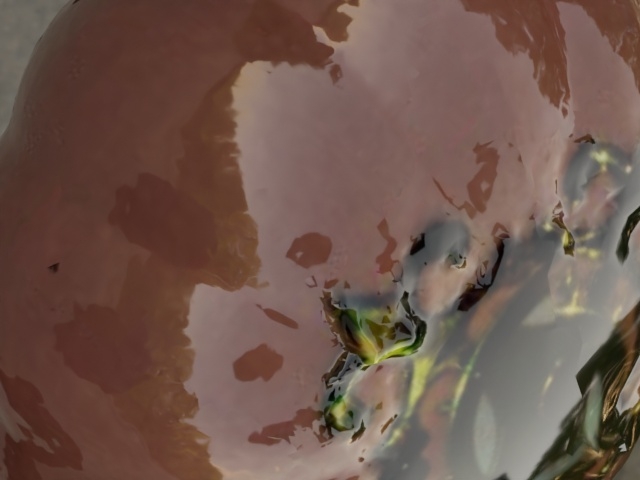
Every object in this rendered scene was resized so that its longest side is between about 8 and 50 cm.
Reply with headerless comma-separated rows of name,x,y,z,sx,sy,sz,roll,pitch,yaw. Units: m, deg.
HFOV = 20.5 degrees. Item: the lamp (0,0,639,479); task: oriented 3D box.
lamp,0.000,0.000,0.669,0.305,0.240,0.305,-22,130,-29
